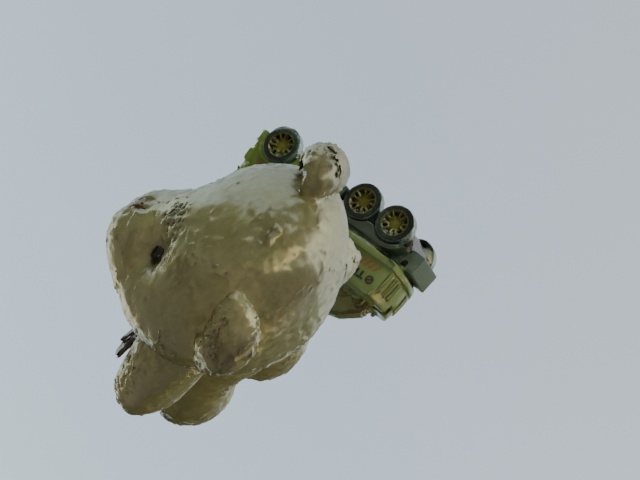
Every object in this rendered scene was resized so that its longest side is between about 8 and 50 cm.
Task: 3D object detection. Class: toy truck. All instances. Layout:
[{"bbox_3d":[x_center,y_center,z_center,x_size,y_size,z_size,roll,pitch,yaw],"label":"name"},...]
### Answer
[{"bbox_3d":[0.000,0.000,1.474,0.191,0.116,0.085,36,-10,27],"label":"toy truck"}]

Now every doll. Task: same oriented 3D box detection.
[{"bbox_3d":[-0.067,0.041,1.172,0.149,0.175,0.278,22,-26,4],"label":"doll"}]
